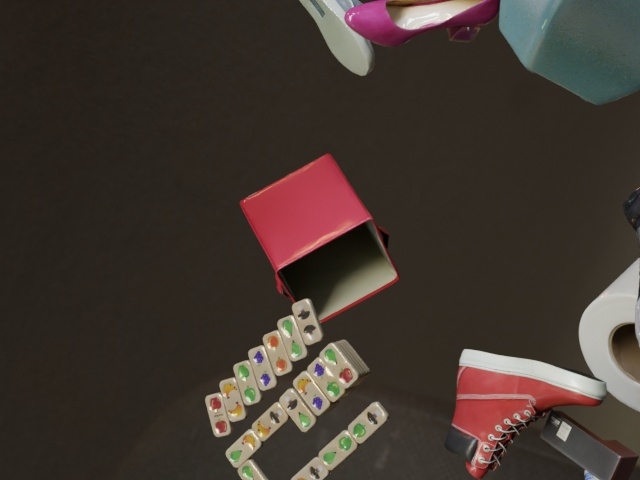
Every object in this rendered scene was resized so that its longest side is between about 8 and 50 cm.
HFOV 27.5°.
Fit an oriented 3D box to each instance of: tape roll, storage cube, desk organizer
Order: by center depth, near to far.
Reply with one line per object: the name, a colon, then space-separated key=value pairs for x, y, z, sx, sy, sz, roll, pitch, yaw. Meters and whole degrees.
desk organizer: x=0.376 y=0.288 z=1.833 sx=0.050 sy=0.130 sz=0.047 roll=6 pitch=-70 yaw=-43
tape roll: x=0.582 y=0.153 z=2.201 sx=0.169 sy=0.246 sz=0.246 roll=-37 pitch=-47 yaw=-36
storage cube: x=0.000 y=0.000 z=2.305 sx=0.215 sy=0.193 sz=0.183 roll=-30 pitch=-43 yaw=-2

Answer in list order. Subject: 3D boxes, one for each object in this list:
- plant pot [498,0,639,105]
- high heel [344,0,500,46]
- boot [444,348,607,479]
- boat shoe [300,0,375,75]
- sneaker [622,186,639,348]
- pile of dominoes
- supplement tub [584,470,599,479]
plant pot: x=0.396 y=-0.344 z=1.866 sx=0.248 sy=0.247 sz=0.252 roll=23 pitch=-65 yaw=-23
high heel: x=0.161 y=-0.354 z=1.987 sx=0.244 sy=0.117 sz=0.082 roll=4 pitch=-122 yaw=-23
boot: x=0.279 y=0.252 z=1.809 sx=0.088 sy=0.244 sz=0.176 roll=21 pitch=-102 yaw=-40
boat shoe: x=0.036 y=-0.383 z=2.186 sx=0.081 sy=0.227 sz=0.079 roll=-30 pitch=-7 yaw=-29
sneaker: x=0.476 y=0.027 z=1.807 sx=0.153 sy=0.101 sz=0.268 roll=-97 pitch=5 yaw=-56
pile of dominoes: x=-0.046 y=0.222 z=1.705 sx=0.251 sy=0.196 sz=0.040 roll=-46 pitch=-17 yaw=23
supplement tub: x=0.470 y=0.423 z=2.137 sx=0.071 sy=0.071 sz=0.107 roll=46 pitch=-141 yaw=-55
